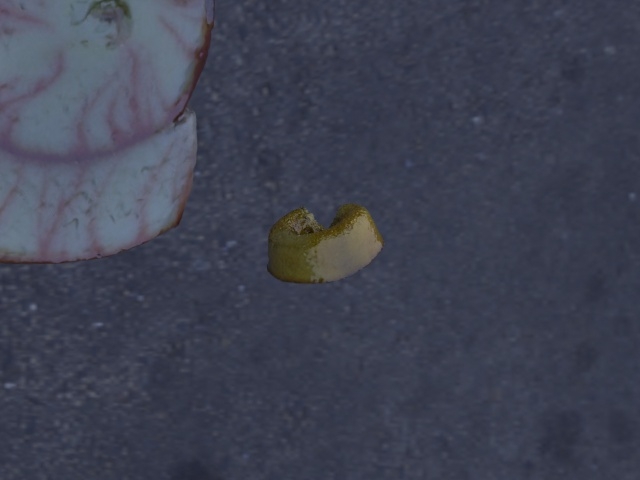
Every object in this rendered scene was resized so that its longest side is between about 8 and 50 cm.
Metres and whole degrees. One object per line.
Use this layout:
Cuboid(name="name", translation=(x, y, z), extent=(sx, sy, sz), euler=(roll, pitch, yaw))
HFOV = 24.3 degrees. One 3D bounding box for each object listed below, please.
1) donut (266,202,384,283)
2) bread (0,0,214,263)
Cuboid(name="donut", translation=(0.000, 0.000, 1.340), extent=(0.097, 0.108, 0.043), euler=(-64, 142, -57))
Cuboid(name="bread", translation=(-0.216, -0.148, 1.058), extent=(0.295, 0.114, 0.328), euler=(0, 110, -32))
